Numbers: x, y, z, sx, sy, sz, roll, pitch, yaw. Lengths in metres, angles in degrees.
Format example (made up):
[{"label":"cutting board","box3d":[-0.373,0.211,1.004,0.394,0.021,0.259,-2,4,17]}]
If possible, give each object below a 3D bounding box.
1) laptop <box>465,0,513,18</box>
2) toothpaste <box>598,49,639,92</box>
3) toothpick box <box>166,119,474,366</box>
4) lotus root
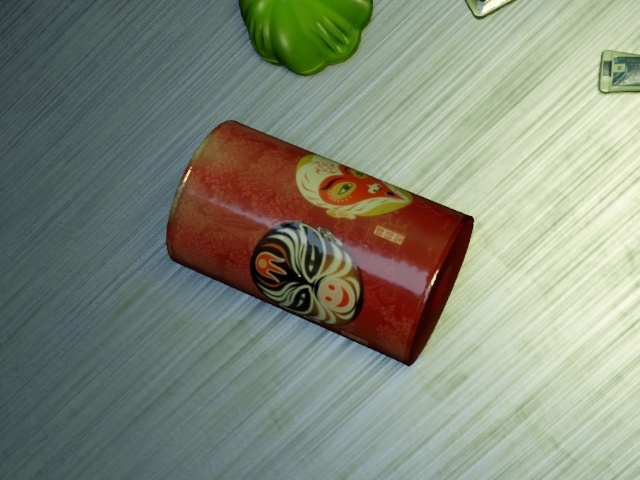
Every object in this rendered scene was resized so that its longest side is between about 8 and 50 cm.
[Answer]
[{"label":"laptop","box3d":[0.228,-0.448,1.451,0.187,0.015,0.269,-27,81,10]},{"label":"toothpaste","box3d":[0.448,-0.208,1.375,0.197,0.035,0.057,5,81,17]},{"label":"toothpick box","box3d":[0.000,0.000,1.383,0.333,0.204,0.204,24,92,14]},{"label":"lotus root","box3d":[-0.035,-0.316,1.428,0.186,0.186,0.186,-1,86,13]}]
